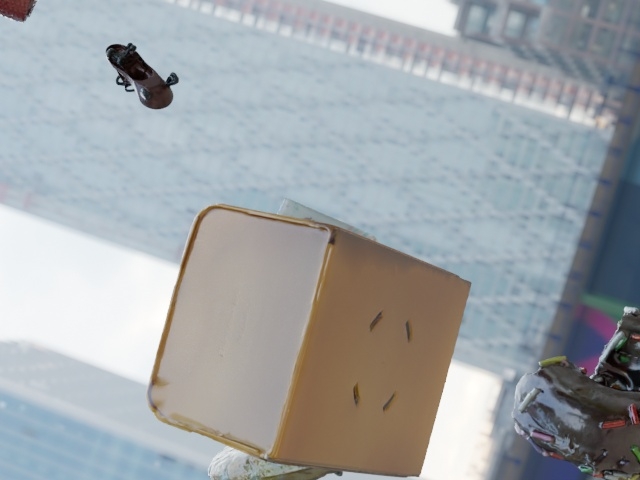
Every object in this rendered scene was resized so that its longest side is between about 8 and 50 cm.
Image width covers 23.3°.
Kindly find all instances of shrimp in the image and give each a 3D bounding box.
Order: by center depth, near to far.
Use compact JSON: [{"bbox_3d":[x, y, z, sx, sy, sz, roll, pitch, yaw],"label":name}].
[{"bbox_3d":[-0.023,0.300,2.243,0.168,0.317,0.077,-44,-63,-58],"label":"shrimp"}]

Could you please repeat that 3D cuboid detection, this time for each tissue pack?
[{"bbox_3d":[-0.004,0.093,1.344,0.274,0.145,0.194,22,-100,-59],"label":"tissue pack"},{"bbox_3d":[0.000,0.000,1.617,0.056,0.108,0.023,-63,-20,-12],"label":"tissue pack"}]

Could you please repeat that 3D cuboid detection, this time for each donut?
[{"bbox_3d":[0.473,0.238,2.316,0.345,0.259,0.136,-24,-50,-38],"label":"donut"}]

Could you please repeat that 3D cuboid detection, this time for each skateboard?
[{"bbox_3d":[-0.292,-0.261,2.495,0.067,0.151,0.080,-32,-33,-25],"label":"skateboard"}]

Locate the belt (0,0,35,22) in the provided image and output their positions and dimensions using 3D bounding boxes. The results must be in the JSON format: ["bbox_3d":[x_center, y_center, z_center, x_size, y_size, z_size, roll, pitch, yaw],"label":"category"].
[{"bbox_3d":[-0.311,-0.312,1.589,0.201,0.124,0.128,-82,16,-45],"label":"belt"}]
